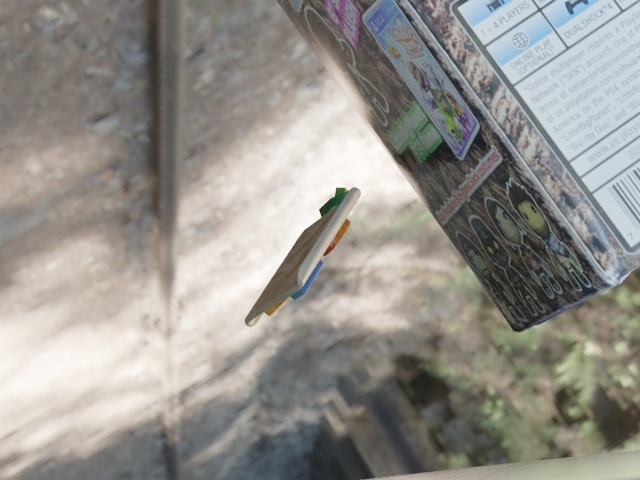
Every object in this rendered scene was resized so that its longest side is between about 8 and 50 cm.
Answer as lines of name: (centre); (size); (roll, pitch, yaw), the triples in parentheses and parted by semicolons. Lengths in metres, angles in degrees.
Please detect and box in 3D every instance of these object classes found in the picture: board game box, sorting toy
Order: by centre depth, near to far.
board game box: (0.096, -0.151, 0.577); (0.232, 0.291, 0.141); (-34, 175, -11)
sorting toy: (0.000, 0.000, 0.655); (0.083, 0.012, 0.062); (-57, -172, -33)

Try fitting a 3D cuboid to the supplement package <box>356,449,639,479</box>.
supplement package: (0.113, 0.183, 0.557); (0.262, 0.198, 0.199); (-9, 173, 17)
